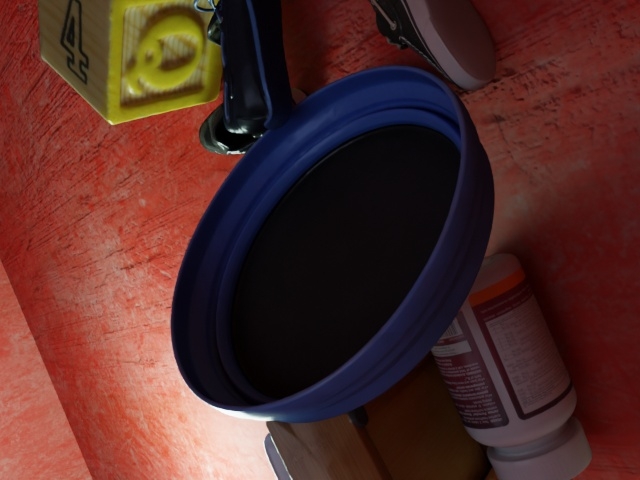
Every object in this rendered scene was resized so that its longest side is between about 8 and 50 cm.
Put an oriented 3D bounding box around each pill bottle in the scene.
[{"bbox_3d":[0.189,0.134,0.694,0.121,0.121,0.221,-23,91,51],"label":"pill bottle"}]

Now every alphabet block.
[{"bbox_3d":[-0.260,-0.305,0.929,0.197,0.192,0.193,40,136,27],"label":"alphabet block"}]

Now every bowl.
[{"bbox_3d":[0.000,0.000,0.689,0.391,0.391,0.077,-1,150,49],"label":"bowl"}]

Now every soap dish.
[{"bbox_3d":[0.088,0.242,0.752,0.118,0.291,0.229,-31,84,32],"label":"soap dish"}]

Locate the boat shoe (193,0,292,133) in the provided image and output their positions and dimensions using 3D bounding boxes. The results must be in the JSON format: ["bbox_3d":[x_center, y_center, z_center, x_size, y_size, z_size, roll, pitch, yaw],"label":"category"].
[{"bbox_3d":[-0.101,-0.254,0.789,0.089,0.109,0.258,-12,74,25],"label":"boat shoe"}]

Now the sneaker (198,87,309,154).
[{"bbox_3d":[-0.117,-0.155,0.906,0.234,0.106,0.078,-1,107,49],"label":"sneaker"}]

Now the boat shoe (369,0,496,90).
[{"bbox_3d":[0.095,-0.228,0.661,0.070,0.077,0.219,-47,65,48],"label":"boat shoe"}]
